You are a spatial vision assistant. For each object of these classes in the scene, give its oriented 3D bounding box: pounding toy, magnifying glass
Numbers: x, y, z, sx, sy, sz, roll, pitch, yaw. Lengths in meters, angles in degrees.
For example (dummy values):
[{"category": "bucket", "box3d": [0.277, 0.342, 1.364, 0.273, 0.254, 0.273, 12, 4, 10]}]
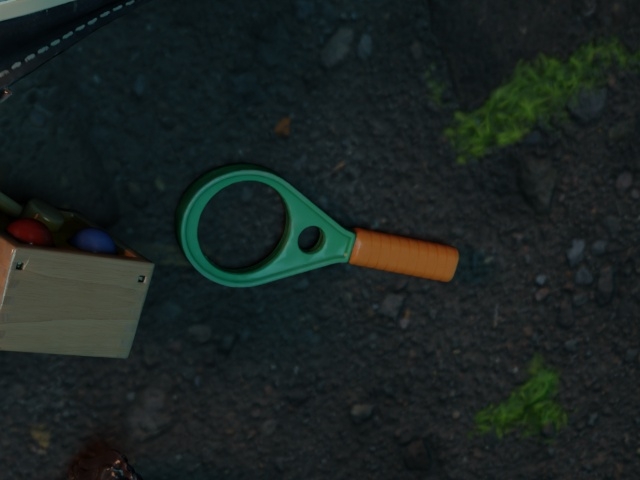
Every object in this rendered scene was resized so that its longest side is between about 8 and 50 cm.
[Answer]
[{"category": "pounding toy", "box3d": [-0.205, 0.005, 1.166, 0.130, 0.141, 0.100, 8, 105, -40]}, {"category": "magnifying glass", "box3d": [0.000, 0.000, 1.300, 0.231, 0.026, 0.092, 10, 104, -26]}]

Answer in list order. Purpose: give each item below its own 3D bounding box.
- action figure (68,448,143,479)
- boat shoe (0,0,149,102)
[{"category": "action figure", "box3d": [-0.220, 0.278, 1.241, 0.275, 0.141, 0.164, -40, 120, -9]}, {"category": "boat shoe", "box3d": [-0.290, -0.106, 1.046, 0.500, 0.187, 0.156, -28, 133, -24]}]
